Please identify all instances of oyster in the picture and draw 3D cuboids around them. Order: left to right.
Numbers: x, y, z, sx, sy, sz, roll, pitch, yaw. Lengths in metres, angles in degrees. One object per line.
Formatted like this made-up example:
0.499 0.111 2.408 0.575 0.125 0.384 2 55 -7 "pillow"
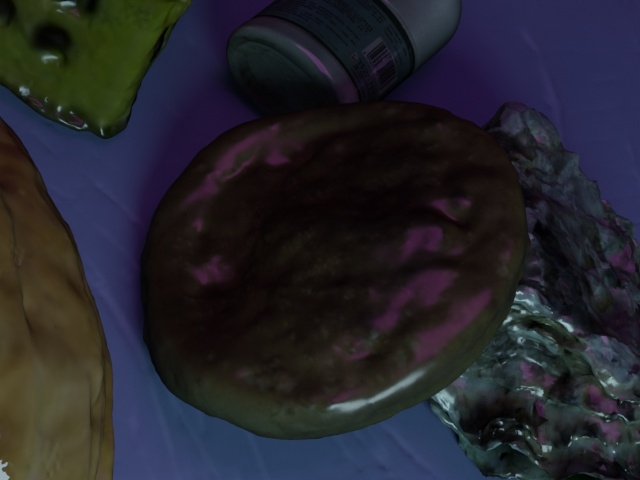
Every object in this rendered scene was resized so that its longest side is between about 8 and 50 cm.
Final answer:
0.135 0.038 0.946 0.198 0.112 0.267 -22 63 -36 "oyster"

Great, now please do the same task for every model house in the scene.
-0.132 -0.220 0.936 0.175 0.234 0.193 27 46 -4 "model house"

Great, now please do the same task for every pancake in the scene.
0.000 0.000 0.885 0.242 0.050 0.242 -6 48 7 "pancake"

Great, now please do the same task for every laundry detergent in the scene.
0.036 -0.155 1.074 0.099 0.070 0.226 35 48 12 "laundry detergent"

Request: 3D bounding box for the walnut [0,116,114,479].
-0.191 0.051 0.579 0.224 0.257 0.257 -25 64 -3 "walnut"
